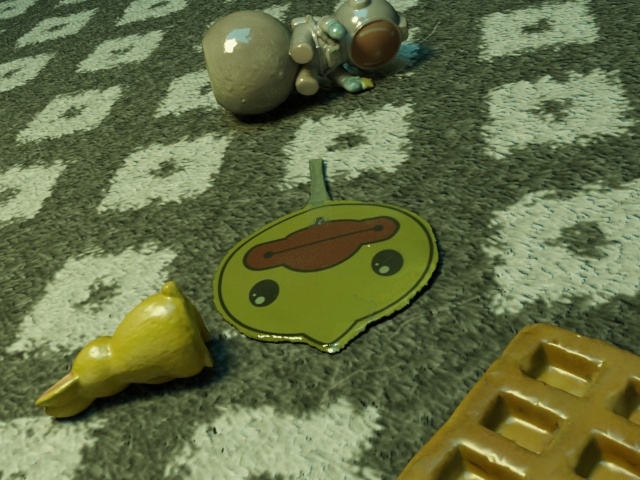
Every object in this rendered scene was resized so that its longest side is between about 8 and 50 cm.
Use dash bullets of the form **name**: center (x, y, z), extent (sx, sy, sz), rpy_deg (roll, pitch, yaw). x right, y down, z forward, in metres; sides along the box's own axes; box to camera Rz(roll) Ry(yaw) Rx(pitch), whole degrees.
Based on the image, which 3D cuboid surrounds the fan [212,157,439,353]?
- **fan**: center (0.000, -0.001, 0.808), extent (0.230, 0.011, 0.335), rpy_deg (-14, 34, 6)

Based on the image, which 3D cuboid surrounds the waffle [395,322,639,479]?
- **waffle**: center (0.196, 0.182, 0.393), extent (0.328, 0.098, 0.224), rpy_deg (20, 51, 43)

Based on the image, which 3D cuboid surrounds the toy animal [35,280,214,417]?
- **toy animal**: center (-0.180, 0.103, 0.690), extent (0.159, 0.083, 0.070), rpy_deg (-27, 27, 2)

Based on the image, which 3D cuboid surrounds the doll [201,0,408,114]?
- **doll**: center (-0.017, -0.268, 1.085), extent (0.287, 0.151, 0.151), rpy_deg (-16, 34, -5)
